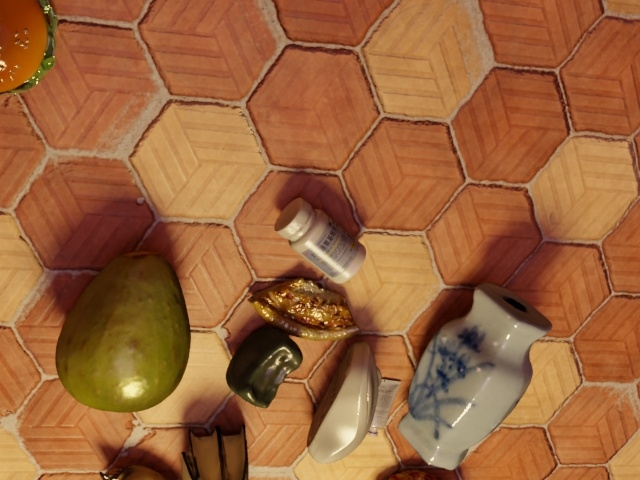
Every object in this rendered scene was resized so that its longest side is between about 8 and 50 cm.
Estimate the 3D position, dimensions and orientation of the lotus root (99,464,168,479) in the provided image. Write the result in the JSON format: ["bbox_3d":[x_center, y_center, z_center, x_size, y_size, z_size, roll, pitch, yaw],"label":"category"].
[{"bbox_3d":[-0.417,0.576,1.759,0.221,0.118,0.125,37,113,-19],"label":"lotus root"}]

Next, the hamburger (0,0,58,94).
[{"bbox_3d":[-0.576,-0.365,1.314,0.246,0.170,0.246,-3,113,-7],"label":"hamburger"}]

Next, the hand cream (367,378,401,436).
[{"bbox_3d":[0.138,0.400,1.841,0.084,0.053,0.142,11,94,-16],"label":"hand cream"}]

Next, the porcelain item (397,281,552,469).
[{"bbox_3d":[0.337,0.307,1.731,0.178,0.242,0.405,12,113,-42],"label":"porcelain item"}]

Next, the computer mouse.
[{"bbox_3d":[0.069,0.379,1.739,0.121,0.184,0.297,26,105,-2],"label":"computer mouse"}]

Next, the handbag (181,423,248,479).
[{"bbox_3d":[-0.241,0.633,1.754,0.160,0.237,0.359,-1,112,-13],"label":"handbag"}]

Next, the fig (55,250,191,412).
[{"bbox_3d":[-0.381,0.179,1.535,0.258,0.258,0.326,15,96,-16],"label":"fig"}]

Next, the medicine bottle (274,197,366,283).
[{"bbox_3d":[0.000,0.000,1.612,0.186,0.103,0.103,40,100,-23],"label":"medicine bottle"}]

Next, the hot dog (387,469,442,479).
[{"bbox_3d":[0.234,0.661,1.911,0.256,0.150,0.153,0,121,-11],"label":"hot dog"}]

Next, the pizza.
[{"bbox_3d":[-0.027,0.158,1.698,0.271,0.056,0.134,28,113,-21],"label":"pizza"}]

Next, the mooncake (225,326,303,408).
[{"bbox_3d":[-0.119,0.277,1.671,0.175,0.168,0.104,-36,116,22],"label":"mooncake"}]
